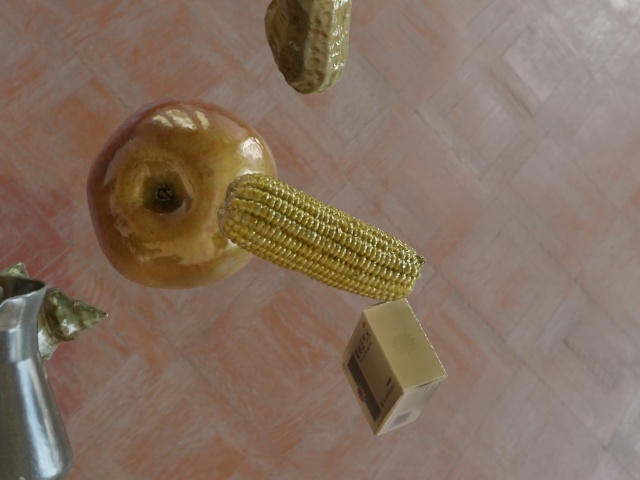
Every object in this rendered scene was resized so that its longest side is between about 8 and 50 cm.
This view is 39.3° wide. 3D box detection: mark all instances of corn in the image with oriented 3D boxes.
[{"bbox_3d":[0.000,0.000,0.706,0.165,0.085,0.063,23,73,-15],"label":"corn"}]

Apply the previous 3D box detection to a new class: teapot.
[{"bbox_3d":[-0.534,0.237,1.436,0.253,0.300,0.344,-3,99,-24],"label":"teapot"}]

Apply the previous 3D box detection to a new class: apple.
[{"bbox_3d":[-0.275,-0.090,1.778,0.391,0.346,0.391,0,91,-1],"label":"apple"}]

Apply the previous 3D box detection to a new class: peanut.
[{"bbox_3d":[-0.012,-0.237,0.928,0.083,0.194,0.093,-35,56,-26],"label":"peanut"}]

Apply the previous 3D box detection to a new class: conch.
[{"bbox_3d":[-0.593,0.123,1.688,0.386,0.203,0.169,15,96,1],"label":"conch"}]

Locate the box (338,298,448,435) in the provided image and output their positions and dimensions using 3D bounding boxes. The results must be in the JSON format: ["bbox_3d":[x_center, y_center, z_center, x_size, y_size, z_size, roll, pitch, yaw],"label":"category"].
[{"bbox_3d":[0.124,0.227,1.609,0.095,0.212,0.168,-15,61,-21],"label":"box"}]
